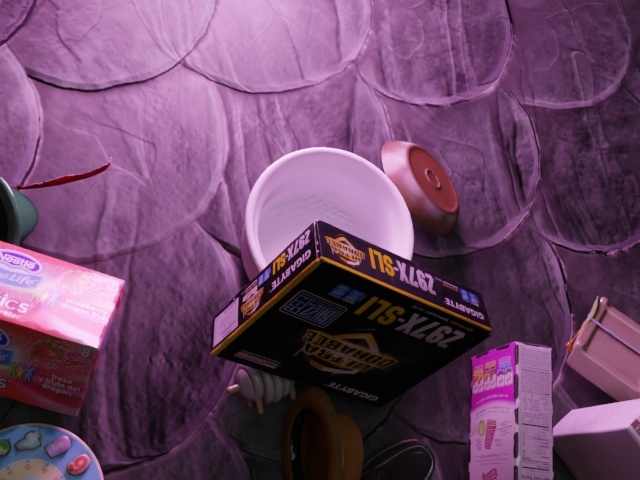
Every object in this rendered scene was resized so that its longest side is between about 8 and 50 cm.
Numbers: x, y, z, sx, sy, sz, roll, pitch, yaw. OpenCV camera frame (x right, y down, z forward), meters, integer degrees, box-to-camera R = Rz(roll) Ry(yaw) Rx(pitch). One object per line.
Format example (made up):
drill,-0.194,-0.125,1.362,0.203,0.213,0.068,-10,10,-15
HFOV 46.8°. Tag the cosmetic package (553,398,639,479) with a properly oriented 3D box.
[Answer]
cosmetic package,0.481,0.332,1.197,0.085,0.231,0.117,-35,85,-24

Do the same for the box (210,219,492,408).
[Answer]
box,0.045,0.122,1.067,0.321,0.257,0.079,24,39,-31

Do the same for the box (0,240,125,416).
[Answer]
box,-0.441,0.102,1.008,0.299,0.142,0.154,19,32,-10

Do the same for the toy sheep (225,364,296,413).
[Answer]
toy sheep,-0.085,0.214,1.142,0.132,0.091,0.091,-17,78,-35

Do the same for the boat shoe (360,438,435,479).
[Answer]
boat shoe,0.075,0.406,1.122,0.285,0.092,0.103,-30,84,-23

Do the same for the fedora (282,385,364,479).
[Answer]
fedora,0.011,0.315,1.094,0.079,0.194,0.195,7,70,-28

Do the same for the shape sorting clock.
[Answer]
shape sorting clock,-0.404,0.357,1.019,0.206,0.040,0.206,5,71,-16

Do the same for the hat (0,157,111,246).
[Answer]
hat,-0.464,-0.045,1.141,0.208,0.183,0.173,8,104,19

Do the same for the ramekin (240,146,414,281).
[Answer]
ramekin,0.000,0.000,1.213,0.277,0.135,0.277,6,70,-16

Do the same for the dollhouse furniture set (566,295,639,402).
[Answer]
dollhouse furniture set,0.566,0.275,1.330,0.301,0.151,0.197,37,39,15

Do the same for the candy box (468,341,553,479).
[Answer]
candy box,0.306,0.295,1.195,0.071,0.159,0.234,11,70,-12

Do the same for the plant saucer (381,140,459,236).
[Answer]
plant saucer,0.186,-0.100,1.301,0.198,0.036,0.199,35,36,-30
